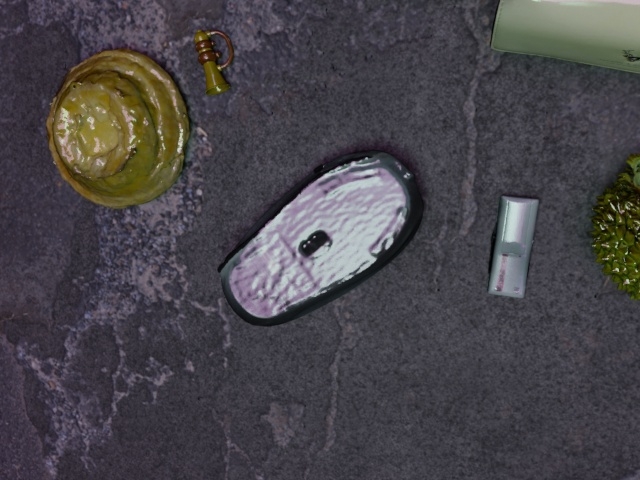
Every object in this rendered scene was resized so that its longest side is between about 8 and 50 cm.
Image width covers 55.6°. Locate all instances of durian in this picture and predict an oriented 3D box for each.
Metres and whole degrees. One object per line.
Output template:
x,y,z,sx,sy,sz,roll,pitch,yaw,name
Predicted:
0.480,-0.006,0.831,0.200,0.236,0.176,11,134,-12,durian

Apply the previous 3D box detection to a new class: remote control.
0.307,0.012,0.976,0.065,0.029,0.166,7,104,12,remote control

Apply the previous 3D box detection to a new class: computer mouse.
-0.001,-0.002,1.010,0.374,0.114,0.203,-34,89,11,computer mouse

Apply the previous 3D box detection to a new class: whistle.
-0.181,-0.308,1.029,0.057,0.046,0.109,-11,93,31,whistle

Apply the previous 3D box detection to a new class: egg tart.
-0.374,-0.194,1.066,0.291,0.115,0.290,3,101,15,egg tart

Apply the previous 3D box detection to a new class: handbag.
0.409,-0.298,0.775,0.359,0.237,0.160,13,103,12,handbag
